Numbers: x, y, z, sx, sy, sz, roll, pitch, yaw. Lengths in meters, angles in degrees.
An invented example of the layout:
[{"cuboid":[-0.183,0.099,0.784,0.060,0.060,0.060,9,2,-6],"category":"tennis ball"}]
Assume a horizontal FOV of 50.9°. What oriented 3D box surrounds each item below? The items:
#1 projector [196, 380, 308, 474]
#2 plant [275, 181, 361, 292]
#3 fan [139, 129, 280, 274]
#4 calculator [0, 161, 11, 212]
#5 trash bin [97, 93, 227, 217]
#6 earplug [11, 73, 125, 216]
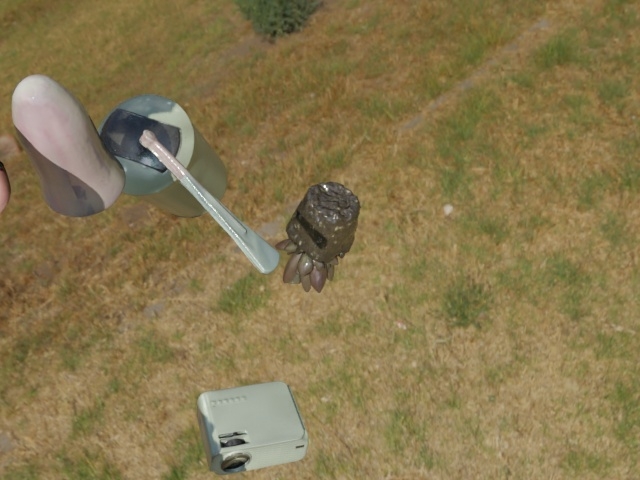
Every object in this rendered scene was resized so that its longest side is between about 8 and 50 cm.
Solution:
[{"cuboid":[-0.178,0.482,1.732,0.250,0.108,0.198,-4,37,-21],"category":"projector"},{"cuboid":[0.000,0.000,1.894,0.181,0.321,0.194,-22,58,-35],"category":"plant"},{"cuboid":[-0.166,-0.055,1.004,0.282,0.023,0.057,44,40,-10],"category":"fan"},{"cuboid":[-0.623,-0.115,1.050,0.220,0.048,0.330,-37,72,-12],"category":"calculator"},{"cuboid":[-0.444,-0.227,1.917,0.280,0.432,0.281,-2,79,9],"category":"trash bin"},{"cuboid":[-0.494,-0.194,1.283,0.172,0.301,0.173,0,60,0],"category":"earplug"}]
